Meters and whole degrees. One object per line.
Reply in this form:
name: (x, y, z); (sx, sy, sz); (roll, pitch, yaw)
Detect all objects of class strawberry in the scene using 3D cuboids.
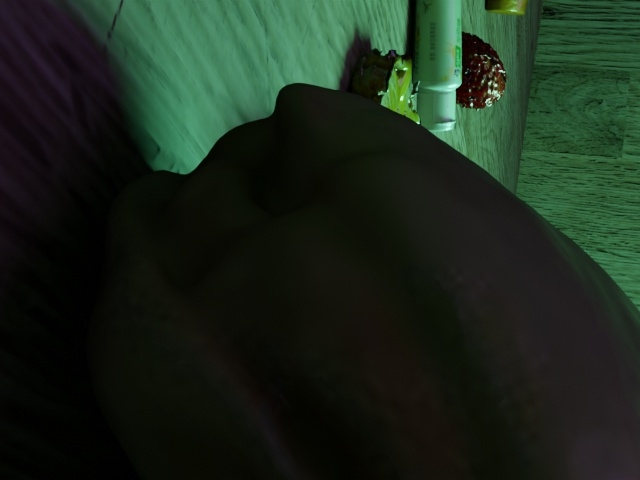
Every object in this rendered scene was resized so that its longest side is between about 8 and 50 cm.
strawberry: (0.177, -0.203, 1.318); (0.096, 0.083, 0.083); (58, 25, -12)

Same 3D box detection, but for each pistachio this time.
pistachio: (0.044, 0.151, 0.487); (0.365, 0.281, 0.445); (-93, 160, -80)

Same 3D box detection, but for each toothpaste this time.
toothpaste: (0.118, -0.267, 1.095); (0.056, 0.058, 0.314); (-9, 106, -30)

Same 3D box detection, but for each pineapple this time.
pineapple: (0.049, -0.062, 0.927); (0.221, 0.047, 0.221); (3, 90, -76)

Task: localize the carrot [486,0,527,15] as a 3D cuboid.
carrot: (0.305, -0.445, 1.704); (0.087, 0.087, 0.193); (22, 77, -76)
